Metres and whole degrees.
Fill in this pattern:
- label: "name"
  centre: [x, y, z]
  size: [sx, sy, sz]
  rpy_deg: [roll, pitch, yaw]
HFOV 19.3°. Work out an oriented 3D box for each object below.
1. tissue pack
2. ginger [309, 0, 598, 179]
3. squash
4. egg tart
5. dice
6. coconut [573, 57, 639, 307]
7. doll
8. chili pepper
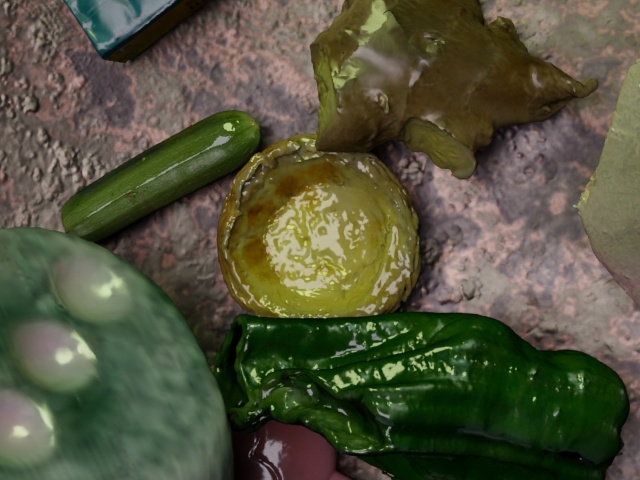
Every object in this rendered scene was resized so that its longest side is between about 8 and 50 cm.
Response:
- label: "tissue pack"
  centre: [-0.173, -0.273, 1.903]
  size: [0.169, 0.082, 0.120]
  rpy_deg: [-36, 80, 10]
- label: "ginger"
  centre: [0.123, -0.163, 1.804]
  size: [0.270, 0.123, 0.218]
  rpy_deg: [6, 68, -10]
- label: "squash"
  centre: [-0.161, -0.065, 1.899]
  size: [0.229, 0.066, 0.066]
  rpy_deg: [-28, 81, 12]
- label: "egg tart"
  centre: [0.000, -0.001, 1.841]
  size: [0.213, 0.090, 0.212]
  rpy_deg: [0, 90, 16]
- label: "dice"
  centre: [-0.302, 0.202, 1.730]
  size: [0.348, 0.328, 0.330]
  rpy_deg: [59, 133, 31]
- label: "coconut"
  centre: [0.376, -0.059, 1.615]
  size: [0.297, 0.309, 0.297]
  rpy_deg: [3, 97, 22]
- label: "doll"
  centre: [-0.062, 0.221, 1.846]
  size: [0.211, 0.093, 0.262]
  rpy_deg: [-7, 85, 11]
- label: "chili pepper"
  centre: [0.096, 0.141, 1.727]
  size: [0.385, 0.213, 0.167]
  rpy_deg: [12, 74, -6]
